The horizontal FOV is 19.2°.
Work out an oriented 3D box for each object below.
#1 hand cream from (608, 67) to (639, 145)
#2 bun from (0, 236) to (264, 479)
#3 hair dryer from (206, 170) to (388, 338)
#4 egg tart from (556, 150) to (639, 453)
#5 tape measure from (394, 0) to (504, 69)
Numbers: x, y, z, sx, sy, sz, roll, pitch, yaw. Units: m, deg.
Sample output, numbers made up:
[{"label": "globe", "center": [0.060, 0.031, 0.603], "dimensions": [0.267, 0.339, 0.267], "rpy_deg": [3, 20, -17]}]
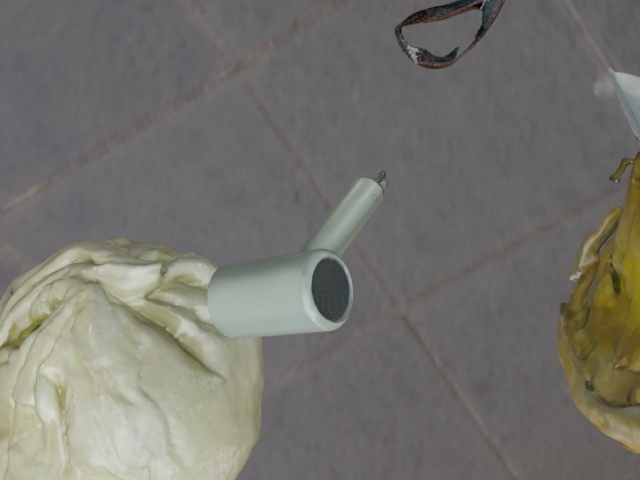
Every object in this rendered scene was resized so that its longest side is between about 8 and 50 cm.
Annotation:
[{"label": "hand cream", "center": [0.304, -0.038, 1.163], "dimensions": [0.078, 0.341, 0.124], "rpy_deg": [-40, 118, -16]}, {"label": "bun", "center": [-0.140, 0.090, 1.171], "dimensions": [0.229, 0.229, 0.145], "rpy_deg": [-29, 125, 15]}, {"label": "hair dryer", "center": [0.000, 0.000, 0.904], "dimensions": [0.063, 0.124, 0.038], "rpy_deg": [-8, 121, 37]}, {"label": "egg tart", "center": [0.232, -0.007, 0.864], "dimensions": [0.295, 0.295, 0.116], "rpy_deg": [-17, 110, 10]}, {"label": "tape measure", "center": [0.098, -0.183, 1.055], "dimensions": [0.104, 0.179, 0.107], "rpy_deg": [7, 147, -10]}]
